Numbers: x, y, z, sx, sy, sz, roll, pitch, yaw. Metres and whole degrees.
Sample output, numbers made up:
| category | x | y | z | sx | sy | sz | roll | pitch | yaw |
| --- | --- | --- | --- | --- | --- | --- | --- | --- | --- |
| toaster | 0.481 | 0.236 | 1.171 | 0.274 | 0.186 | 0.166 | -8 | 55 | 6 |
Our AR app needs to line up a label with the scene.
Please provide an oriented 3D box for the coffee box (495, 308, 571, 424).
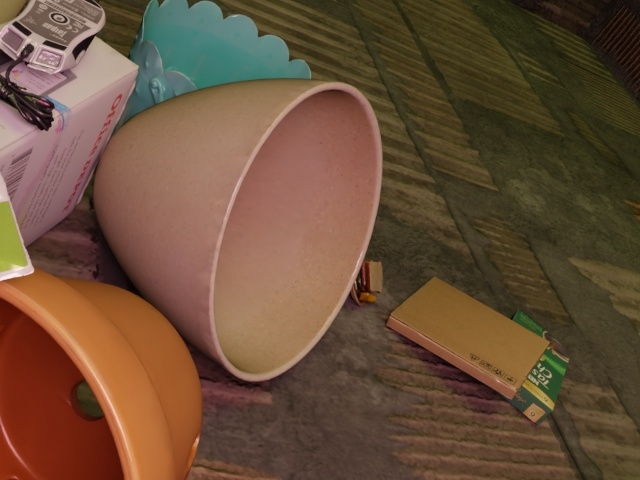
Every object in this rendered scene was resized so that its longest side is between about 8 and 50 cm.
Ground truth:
| category | x | y | z | sx | sy | sz | roll | pitch | yaw |
| --- | --- | --- | --- | --- | --- | --- | --- | --- | --- |
| coffee box | 0.312 | 0.186 | 1.269 | 0.113 | 0.040 | 0.184 | 40 | 32 | 7 |

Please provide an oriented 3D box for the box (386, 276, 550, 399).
| category | x | y | z | sx | sy | sz | roll | pitch | yaw |
| --- | --- | --- | --- | --- | --- | --- | --- | --- | --- |
| box | 0.216 | 0.133 | 1.212 | 0.201 | 0.021 | 0.164 | 30 | 30 | 20 |

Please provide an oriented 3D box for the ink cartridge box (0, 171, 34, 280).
| category | x | y | z | sx | sy | sz | roll | pitch | yaw |
| --- | --- | --- | --- | --- | --- | --- | --- | --- | --- |
| ink cartridge box | -0.306 | -0.040 | 0.535 | 0.189 | 0.097 | 0.255 | -14 | 61 | -25 |

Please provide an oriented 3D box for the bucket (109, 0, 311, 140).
| category | x | y | z | sx | sy | sz | roll | pitch | yaw |
| --- | --- | --- | --- | --- | --- | --- | --- | --- | --- |
| bucket | -0.154 | -0.185 | 1.174 | 0.281 | 0.183 | 0.281 | 24 | 34 | -18 |

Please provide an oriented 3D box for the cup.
| category | x | y | z | sx | sy | sz | roll | pitch | yaw |
| --- | --- | --- | --- | --- | --- | --- | --- | --- | --- |
| cup | -0.112 | -0.040 | 0.947 | 0.237 | 0.331 | 0.331 | 20 | 25 | 25 |

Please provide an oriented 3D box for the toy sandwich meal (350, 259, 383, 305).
| category | x | y | z | sx | sy | sz | roll | pitch | yaw |
| --- | --- | --- | --- | --- | --- | --- | --- | --- | --- |
| toy sandwich meal | 0.064 | 0.053 | 1.181 | 0.085 | 0.029 | 0.085 | -5 | 90 | -71 |

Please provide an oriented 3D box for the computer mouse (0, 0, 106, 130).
| category | x | y | z | sx | sy | sz | roll | pitch | yaw |
| --- | --- | --- | --- | --- | --- | --- | --- | --- | --- |
| computer mouse | -0.255 | -0.172 | 0.770 | 0.106 | 0.042 | 0.193 | 27 | 38 | -5 |

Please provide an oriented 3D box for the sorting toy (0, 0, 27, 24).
| category | x | y | z | sx | sy | sz | roll | pitch | yaw |
| --- | --- | --- | --- | --- | --- | --- | --- | --- | --- |
| sorting toy | -0.530 | -0.366 | 1.184 | 0.208 | 0.038 | 0.193 | 25 | 33 | -18 |

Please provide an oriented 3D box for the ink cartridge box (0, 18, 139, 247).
| category | x | y | z | sx | sy | sz | roll | pitch | yaw |
| --- | --- | --- | --- | --- | --- | --- | --- | --- | --- |
| ink cartridge box | -0.334 | -0.073 | 0.815 | 0.131 | 0.226 | 0.306 | 35 | 31 | -2 |

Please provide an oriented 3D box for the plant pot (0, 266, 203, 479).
| category | x | y | z | sx | sy | sz | roll | pitch | yaw |
| --- | --- | --- | --- | --- | --- | --- | --- | --- | --- |
| plant pot | -0.216 | 0.143 | 0.623 | 0.291 | 0.291 | 0.203 | 41 | 16 | 7 |
